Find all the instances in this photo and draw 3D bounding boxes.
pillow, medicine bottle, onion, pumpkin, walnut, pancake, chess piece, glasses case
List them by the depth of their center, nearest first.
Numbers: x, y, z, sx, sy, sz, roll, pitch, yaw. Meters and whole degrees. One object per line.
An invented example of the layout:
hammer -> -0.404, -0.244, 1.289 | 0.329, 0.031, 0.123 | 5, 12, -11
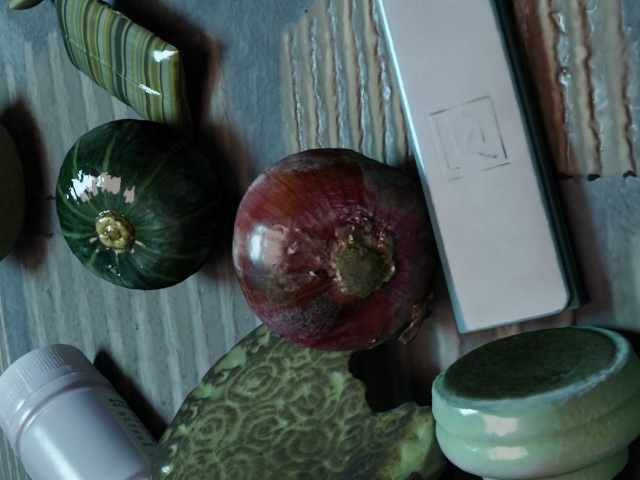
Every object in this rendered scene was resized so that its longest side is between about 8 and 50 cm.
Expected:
chess piece -> 0.170, 0.203, 0.756 | 0.139, 0.139, 0.272 | 0, 112, 50
glasses case -> 0.102, -0.072, 0.798 | 0.105, 0.056, 0.266 | -17, 87, 51
pancake -> -0.017, 0.146, 0.855 | 0.288, 0.286, 0.033 | 6, 137, 49
onion -> 0.000, 0.000, 0.870 | 0.195, 0.159, 0.159 | -150, 56, -66
pumpkin -> -0.172, -0.034, 1.075 | 0.125, 0.167, 0.167 | -78, 9, -54
pillow -> -0.197, -0.180, 1.114 | 0.203, 0.038, 0.113 | 34, 143, 33
medicine bottle -> -0.250, 0.235, 1.239 | 0.249, 0.133, 0.133 | 42, 129, 33
walnut -> -0.437, -0.063, 1.367 | 0.178, 0.178, 0.230 | 30, 117, 42

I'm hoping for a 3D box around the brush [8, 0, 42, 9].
brush -> -0.235, -0.277, 1.152 | 0.282, 0.054, 0.048 | -12, 110, 51
